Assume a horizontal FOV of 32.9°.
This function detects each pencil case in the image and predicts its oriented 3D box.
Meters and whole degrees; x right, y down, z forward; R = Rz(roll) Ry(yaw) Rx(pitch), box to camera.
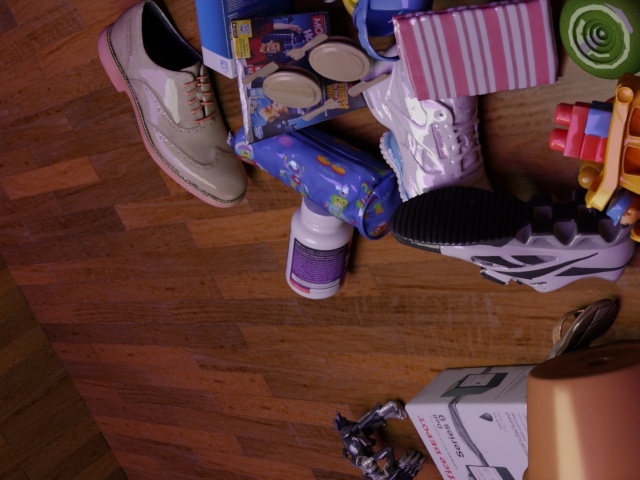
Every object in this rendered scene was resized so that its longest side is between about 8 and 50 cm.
[{"bbox_3d":[-0.002,-0.122,1.741,0.306,0.119,0.133,33,162,26],"label":"pencil case"}]

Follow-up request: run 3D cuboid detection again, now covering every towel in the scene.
[{"bbox_3d":[0.199,-0.245,1.374,0.197,0.029,0.144,-6,143,13],"label":"towel"}]

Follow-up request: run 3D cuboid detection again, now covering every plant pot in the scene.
[{"bbox_3d":[0.404,0.259,1.482,0.291,0.291,0.203,-10,96,53],"label":"plant pot"}]

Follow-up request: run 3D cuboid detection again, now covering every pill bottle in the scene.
[{"bbox_3d":[0.000,0.000,1.856,0.108,0.108,0.193,36,142,24],"label":"pill bottle"}]

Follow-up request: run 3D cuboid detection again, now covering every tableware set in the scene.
[{"bbox_3d":[-0.004,-0.243,1.536,0.128,0.039,0.194,28,149,-32],"label":"tableware set"}]

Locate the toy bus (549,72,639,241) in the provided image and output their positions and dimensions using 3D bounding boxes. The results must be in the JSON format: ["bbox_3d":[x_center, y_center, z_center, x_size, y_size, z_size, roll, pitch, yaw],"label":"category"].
[{"bbox_3d":[0.365,-0.084,1.230,0.211,0.149,0.220,8,109,13],"label":"toy bus"}]

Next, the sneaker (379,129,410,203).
[{"bbox_3d":[0.152,-0.100,1.633,0.073,0.063,0.162,-20,103,51],"label":"sneaker"}]

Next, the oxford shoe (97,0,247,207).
[{"bbox_3d":[-0.245,-0.238,1.917,0.397,0.140,0.146,54,138,-4],"label":"oxford shoe"}]

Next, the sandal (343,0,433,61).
[{"bbox_3d":[0.118,-0.342,1.377,0.317,0.126,0.138,113,158,-58],"label":"sandal"}]

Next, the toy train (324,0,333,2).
[{"bbox_3d":[-0.003,-0.429,1.522,0.105,0.080,0.184,-14,107,44],"label":"toy train"}]

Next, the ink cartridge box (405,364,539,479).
[{"bbox_3d":[0.306,0.321,1.763,0.289,0.121,0.211,-13,108,54],"label":"ink cartridge box"}]

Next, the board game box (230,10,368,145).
[{"bbox_3d":[-0.027,-0.250,1.630,0.194,0.060,0.194,-4,115,2],"label":"board game box"}]

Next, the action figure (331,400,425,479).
[{"bbox_3d":[0.121,0.396,2.040,0.164,0.141,0.275,64,171,-29],"label":"action figure"}]

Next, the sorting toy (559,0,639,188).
[{"bbox_3d":[0.319,-0.207,1.290,0.127,0.126,0.365,7,125,47],"label":"sorting toy"}]

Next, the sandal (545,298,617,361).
[{"bbox_3d":[0.369,0.132,1.586,0.049,0.072,0.180,63,155,25],"label":"sandal"}]

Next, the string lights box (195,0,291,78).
[{"bbox_3d":[-0.119,-0.392,1.632,0.077,0.133,0.259,31,139,38],"label":"string lights box"}]

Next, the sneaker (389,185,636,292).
[{"bbox_3d":[0.258,0.013,1.477,0.330,0.122,0.146,4,135,16],"label":"sneaker"}]

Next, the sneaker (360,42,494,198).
[{"bbox_3d":[0.171,-0.144,1.524,0.152,0.114,0.305,-21,102,56],"label":"sneaker"}]
